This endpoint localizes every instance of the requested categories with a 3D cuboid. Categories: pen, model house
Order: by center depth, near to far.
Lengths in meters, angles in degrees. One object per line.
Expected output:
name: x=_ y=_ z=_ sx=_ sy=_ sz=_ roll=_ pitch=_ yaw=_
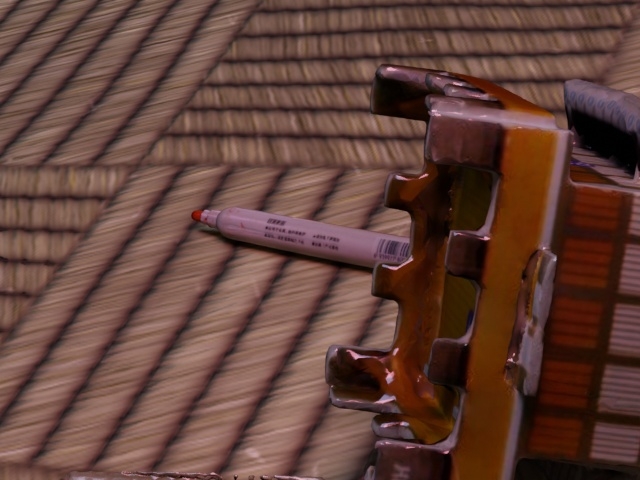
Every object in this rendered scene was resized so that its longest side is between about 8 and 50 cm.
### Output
model house: x=0.126 y=0.024 z=0.916 sx=0.215 sy=0.198 sz=0.224 roll=9 pitch=8 yaw=-8
pen: x=0.000 y=0.000 z=1.249 sx=0.218 sy=0.026 sz=0.026 roll=10 pitch=39 yaw=34

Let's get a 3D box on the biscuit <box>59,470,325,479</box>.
biscuit: x=-0.064 y=0.213 z=0.889 sx=0.150 sy=0.052 sz=0.252 roll=0 pitch=37 yaw=0

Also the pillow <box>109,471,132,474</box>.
pillow: x=-0.187 y=0.193 z=1.001 sx=0.232 sy=0.038 sz=0.131 roll=-18 pitch=35 yaw=-8

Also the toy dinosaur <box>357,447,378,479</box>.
toy dinosaur: x=0.126 y=0.142 z=0.939 sx=0.251 sy=0.072 sz=0.200 roll=-13 pitch=19 yaw=21
